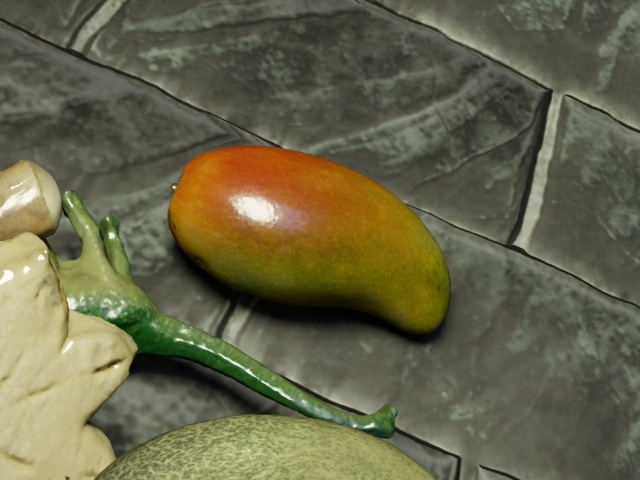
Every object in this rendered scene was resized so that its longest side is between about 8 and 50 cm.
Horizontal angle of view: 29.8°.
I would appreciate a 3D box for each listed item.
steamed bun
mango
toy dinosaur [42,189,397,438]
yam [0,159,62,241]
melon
[{"bbox_3d":[-0.280,0.126,0.885,0.292,0.137,0.295,19,89,-37],"label":"steamed bun"},{"bbox_3d":[-0.001,-0.005,1.131,0.289,0.129,0.146,14,53,-25],"label":"mango"},{"bbox_3d":[-0.183,0.102,1.008,0.447,0.087,0.301,-16,65,-26],"label":"toy dinosaur"},{"bbox_3d":[-0.360,0.029,0.914,0.356,0.081,0.081,-26,72,-25],"label":"yam"},{"bbox_3d":[-0.041,0.251,0.877,0.329,0.248,0.249,-1,60,-32],"label":"melon"}]
